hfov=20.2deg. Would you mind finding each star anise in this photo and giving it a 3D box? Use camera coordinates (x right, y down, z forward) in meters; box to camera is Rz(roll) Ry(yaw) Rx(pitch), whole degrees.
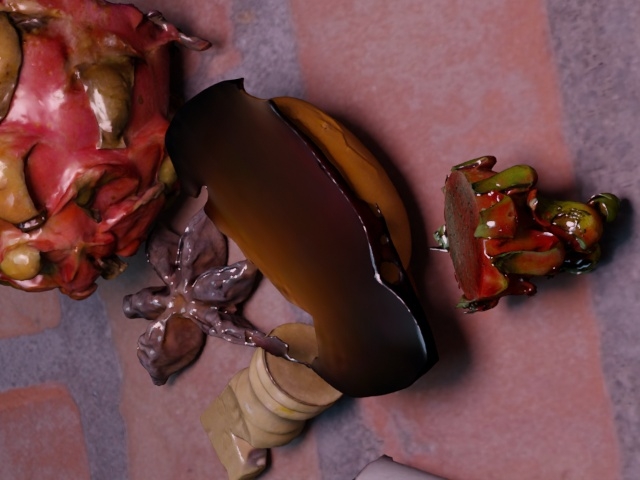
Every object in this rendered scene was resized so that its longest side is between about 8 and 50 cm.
[{"bbox_3d":[-0.136,0.048,1.800,0.208,0.063,0.172,-20,75,46],"label":"star anise"}]

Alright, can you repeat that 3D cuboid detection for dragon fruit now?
[{"bbox_3d":[0.157,0.001,1.461,0.175,0.142,0.138,-1,121,17],"label":"dragon fruit"},{"bbox_3d":[-0.278,-0.077,1.753,0.314,0.296,0.263,-23,62,42],"label":"dragon fruit"}]

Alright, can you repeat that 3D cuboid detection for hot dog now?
[{"bbox_3d":[0.002,-0.005,1.621,0.194,0.107,0.326,-35,76,41],"label":"hot dog"}]

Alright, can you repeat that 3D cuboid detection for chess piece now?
[{"bbox_3d":[-0.055,0.160,1.724,0.200,0.090,0.090,-48,59,50],"label":"chess piece"}]

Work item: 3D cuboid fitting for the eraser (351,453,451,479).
[{"bbox_3d":[0.122,0.295,1.539,0.227,0.081,0.174,14,103,46],"label":"eraser"}]
